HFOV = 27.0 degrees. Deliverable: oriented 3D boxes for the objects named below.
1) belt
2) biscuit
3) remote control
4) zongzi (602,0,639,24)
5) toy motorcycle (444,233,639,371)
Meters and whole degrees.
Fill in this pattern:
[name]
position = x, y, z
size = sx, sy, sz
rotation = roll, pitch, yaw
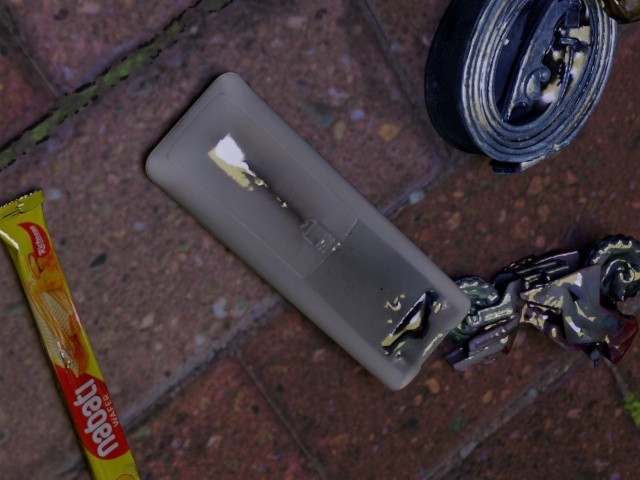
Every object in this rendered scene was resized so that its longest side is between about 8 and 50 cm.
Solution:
[belt]
position = 0.173, -0.154, 1.145
size = 0.141, 0.082, 0.190
rotation = 25, 91, -25
[biscuit]
position = -0.197, 0.098, 1.061
size = 0.048, 0.026, 0.292
rotation = -34, 118, -37
[remote control]
position = 0.000, 0.000, 1.102
size = 0.313, 0.055, 0.109
rotation = 42, 85, -23
[zongzi]
position = 0.267, -0.324, 1.137
size = 0.286, 0.288, 0.134
rotation = -15, 154, -52
[toy motorcycle]
position = 0.207, 0.070, 1.229
size = 0.213, 0.082, 0.122
rotation = -14, 104, -10
